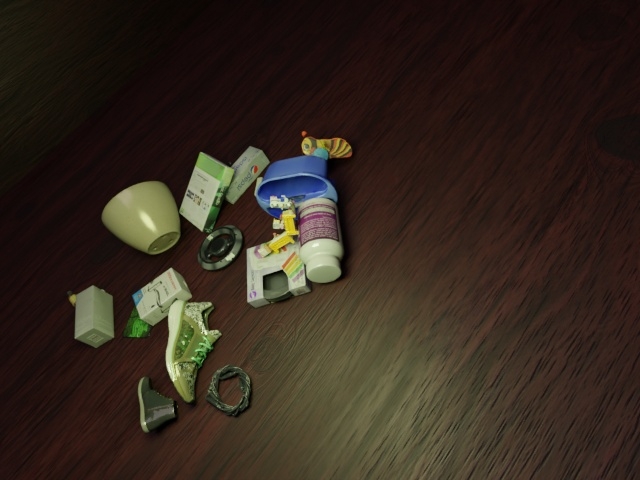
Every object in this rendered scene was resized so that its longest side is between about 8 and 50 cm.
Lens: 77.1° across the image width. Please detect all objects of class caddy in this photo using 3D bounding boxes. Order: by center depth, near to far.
[{"bbox_3d":[-0.092,-0.197,1.637,0.342,0.241,0.179,-7,47,21],"label":"caddy"}]

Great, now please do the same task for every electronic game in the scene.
[{"bbox_3d":[-0.442,0.030,1.766,0.230,0.048,0.229,-13,55,19],"label":"electronic game"}]

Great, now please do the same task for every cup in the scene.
[{"bbox_3d":[-0.785,-0.077,1.856,0.331,0.331,0.237,-40,77,-4],"label":"cup"}]

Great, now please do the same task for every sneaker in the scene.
[{"bbox_3d":[-0.586,0.578,1.460,0.118,0.083,0.222,-20,43,-13],"label":"sneaker"},{"bbox_3d":[-0.461,0.387,1.490,0.182,0.158,0.409,-11,58,-4],"label":"sneaker"}]

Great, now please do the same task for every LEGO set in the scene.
[{"bbox_3d":[-0.149,-0.057,1.527,0.132,0.286,0.107,12,42,-10],"label":"LEGO set"}]

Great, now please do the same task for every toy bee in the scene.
[{"bbox_3d":[-0.017,-0.411,1.771,0.299,0.162,0.195,-17,7,-18],"label":"toy bee"}]

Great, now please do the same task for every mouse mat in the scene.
[{"bbox_3d":[-0.772,0.331,1.742,0.153,0.007,0.189,-4,58,22],"label":"mouse mat"}]

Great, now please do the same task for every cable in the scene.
[{"bbox_3d":[-0.307,0.516,1.388,0.185,0.047,0.150,14,60,34],"label":"cable"}]

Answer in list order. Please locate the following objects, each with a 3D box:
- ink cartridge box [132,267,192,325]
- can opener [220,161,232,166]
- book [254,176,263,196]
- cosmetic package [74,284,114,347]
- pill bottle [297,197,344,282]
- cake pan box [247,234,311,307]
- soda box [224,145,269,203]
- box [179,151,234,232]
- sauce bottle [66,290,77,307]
[{"bbox_3d":[-0.671,0.236,1.703,0.203,0.085,0.148,-38,52,-6],"label":"ink cartridge box"},{"bbox_3d":[-0.486,-0.356,1.998,0.059,0.073,0.186,-52,23,-17],"label":"can opener"},{"bbox_3d":[-0.238,-0.195,1.763,0.035,0.144,0.096,-8,55,20],"label":"book"},{"bbox_3d":[-0.992,0.331,1.766,0.107,0.127,0.237,-31,49,1],"label":"cosmetic package"},{"bbox_3d":[0.000,0.000,1.509,0.170,0.169,0.301,-16,53,14],"label":"pill bottle"},{"bbox_3d":[-0.168,0.118,1.573,0.246,0.070,0.266,-18,53,15],"label":"cake pan box"},{"bbox_3d":[-0.381,-0.319,1.945,0.098,0.091,0.286,26,72,37],"label":"soda box"},{"bbox_3d":[-0.539,-0.228,1.888,0.232,0.059,0.321,33,106,36],"label":"box"},{"bbox_3d":[-1.192,0.282,1.941,0.128,0.042,0.042,30,74,34],"label":"sauce bottle"}]
